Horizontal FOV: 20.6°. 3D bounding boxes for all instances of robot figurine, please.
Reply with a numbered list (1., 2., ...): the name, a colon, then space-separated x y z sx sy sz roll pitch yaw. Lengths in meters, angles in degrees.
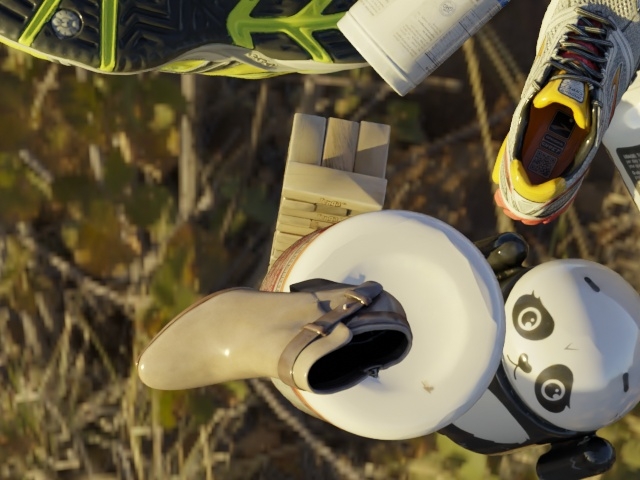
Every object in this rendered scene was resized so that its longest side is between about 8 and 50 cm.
1. robot figurine: 0.200 0.117 1.718 0.209 0.278 0.174 33 62 -19

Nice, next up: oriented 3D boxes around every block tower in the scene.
1. block tower: 0.000 0.000 1.660 0.091 0.335 0.097 9 64 -2

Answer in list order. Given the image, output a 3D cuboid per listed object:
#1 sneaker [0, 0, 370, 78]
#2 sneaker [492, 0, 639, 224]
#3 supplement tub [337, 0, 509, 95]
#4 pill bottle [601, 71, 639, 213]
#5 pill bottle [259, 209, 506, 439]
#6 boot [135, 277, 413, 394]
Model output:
1. sneaker: -0.124 -0.183 1.381 0.384 0.147 0.145 8 81 -17
2. sneaker: 0.202 -0.121 1.367 0.088 0.093 0.225 18 86 4
3. supplement tub: 0.072 -0.157 1.184 0.107 0.071 0.071 -41 55 8
4. pill bottle: 0.363 -0.087 1.683 0.162 0.278 0.162 -28 17 9
5. pill bottle: 0.025 0.048 1.009 0.121 0.221 0.121 0 88 -7
6. boot: -0.018 0.049 0.801 0.118 0.042 0.087 -26 24 -14
